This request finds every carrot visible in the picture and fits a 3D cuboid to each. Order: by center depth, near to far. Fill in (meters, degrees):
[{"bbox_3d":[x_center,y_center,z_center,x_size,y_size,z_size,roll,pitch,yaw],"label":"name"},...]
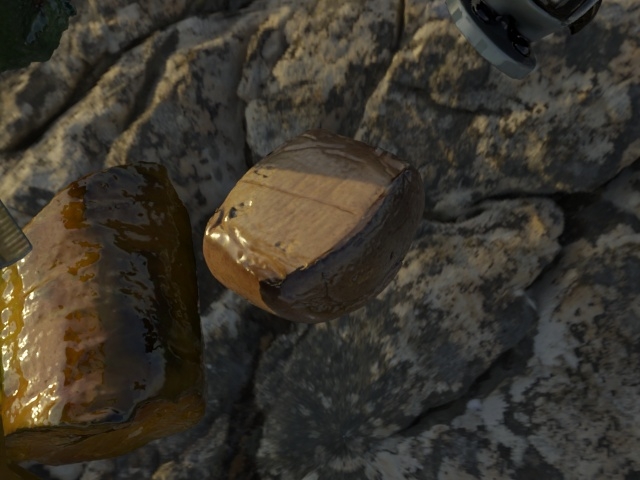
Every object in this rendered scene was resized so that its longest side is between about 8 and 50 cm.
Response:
[{"bbox_3d":[-0.255,0.097,0.988,0.242,0.241,0.340,-13,56,-1],"label":"carrot"}]

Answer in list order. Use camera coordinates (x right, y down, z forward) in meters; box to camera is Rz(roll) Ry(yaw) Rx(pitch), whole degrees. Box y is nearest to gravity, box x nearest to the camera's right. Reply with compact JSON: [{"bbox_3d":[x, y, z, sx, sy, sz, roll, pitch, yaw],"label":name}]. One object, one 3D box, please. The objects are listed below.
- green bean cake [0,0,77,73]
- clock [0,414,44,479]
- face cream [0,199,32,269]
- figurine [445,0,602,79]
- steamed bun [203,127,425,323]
[{"bbox_3d":[-0.449,-0.382,1.130,0.300,0.308,0.169,-6,58,28],"label":"green bean cake"},{"bbox_3d":[-0.160,0.244,0.473,0.244,0.317,0.200,34,76,-17],"label":"clock"},{"bbox_3d":[-0.349,0.058,0.524,0.341,0.084,0.137,-38,74,-4],"label":"face cream"},{"bbox_3d":[0.234,-0.285,0.819,0.176,0.236,0.133,33,36,-24],"label":"figurine"},{"bbox_3d":[0.000,0.000,1.230,0.252,0.199,0.301,27,59,35],"label":"steamed bun"}]
